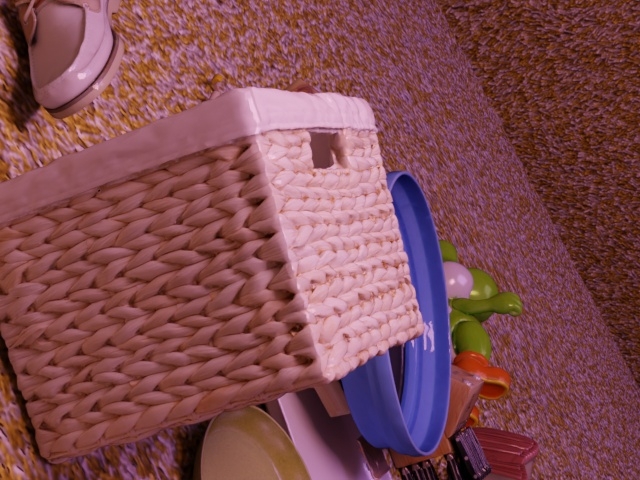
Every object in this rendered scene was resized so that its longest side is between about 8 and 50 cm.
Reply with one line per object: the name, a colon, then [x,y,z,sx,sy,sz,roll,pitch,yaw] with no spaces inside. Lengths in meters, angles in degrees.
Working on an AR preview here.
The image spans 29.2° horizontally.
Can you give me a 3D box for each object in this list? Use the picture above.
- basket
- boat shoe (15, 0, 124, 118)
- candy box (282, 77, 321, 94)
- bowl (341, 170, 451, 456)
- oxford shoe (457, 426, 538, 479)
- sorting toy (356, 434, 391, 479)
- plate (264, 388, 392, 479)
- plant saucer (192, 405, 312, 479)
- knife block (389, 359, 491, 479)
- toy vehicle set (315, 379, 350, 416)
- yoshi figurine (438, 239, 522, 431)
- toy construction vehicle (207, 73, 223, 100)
basket: [-0.104,0.026,1.197,0.328,0.331,0.266,-11,82,-69]
boat shoe: [-0.284,-0.244,1.343,0.103,0.113,0.302,51,16,-35]
candy box: [0.047,-0.089,1.923,0.316,0.087,0.183,55,-6,-33]
bowl: [0.101,0.101,1.692,0.391,0.077,0.391,-6,90,-72]
oxford shoe: [0.292,0.422,2.121,0.397,0.140,0.147,-24,121,-73]
sorting toy: [0.076,0.292,1.693,0.062,0.012,0.083,64,24,4]
plate: [0.007,0.267,1.629,0.278,0.045,0.277,0,70,-68]
plant saucer: [-0.074,0.303,1.386,0.241,0.037,0.241,47,30,-38]
knife block: [0.142,0.298,1.908,0.275,0.242,0.088,26,9,19]
toy vehicle set: [-0.011,0.080,1.612,0.166,0.035,0.267,-75,144,-54]
yoshi figurine: [0.265,0.157,2.204,0.203,0.203,0.362,70,11,-46]
toy construction vehicle: [-0.132,-0.179,1.758,0.098,0.035,0.086,52,37,-31]
